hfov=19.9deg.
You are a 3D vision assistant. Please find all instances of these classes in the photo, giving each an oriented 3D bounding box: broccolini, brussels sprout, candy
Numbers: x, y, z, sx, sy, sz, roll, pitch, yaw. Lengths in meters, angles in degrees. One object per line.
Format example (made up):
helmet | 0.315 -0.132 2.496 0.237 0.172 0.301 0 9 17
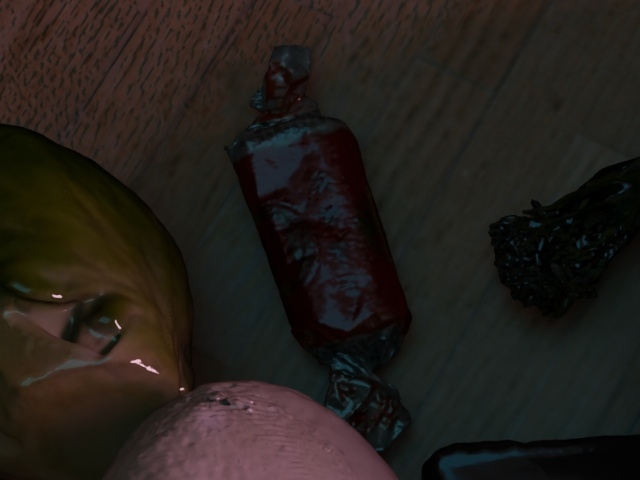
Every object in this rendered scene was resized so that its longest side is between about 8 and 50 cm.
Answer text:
broccolini | 0.201 -0.019 1.180 0.203 0.091 0.068 -29 113 -14
brussels sprout | -0.182 0.050 1.114 0.210 0.219 0.271 -41 44 -4
candy | -0.029 0.219 0.968 0.185 0.295 0.295 -10 70 22
candy | 0.001 -0.001 1.194 0.086 0.059 0.292 -18 71 1

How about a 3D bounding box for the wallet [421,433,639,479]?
wallet | 0.155 0.230 1.100 0.182 0.049 0.229 -5 70 1
